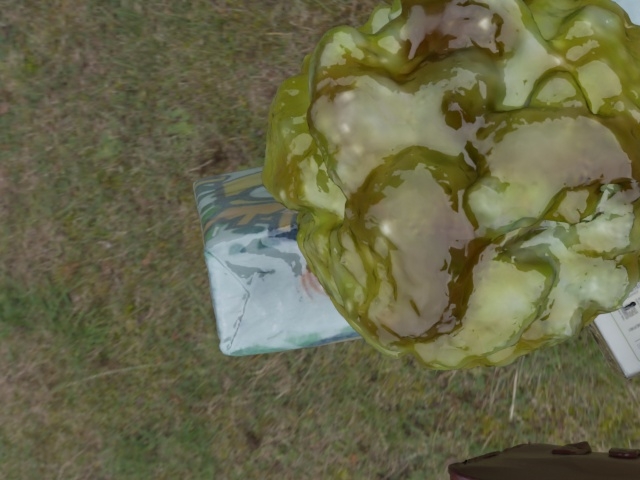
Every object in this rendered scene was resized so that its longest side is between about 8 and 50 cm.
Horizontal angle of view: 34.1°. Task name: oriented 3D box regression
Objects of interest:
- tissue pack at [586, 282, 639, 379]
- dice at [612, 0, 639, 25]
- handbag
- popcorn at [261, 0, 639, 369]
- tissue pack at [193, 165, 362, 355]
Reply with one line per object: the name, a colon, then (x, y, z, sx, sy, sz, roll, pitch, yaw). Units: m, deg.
tissue pack: (0.397, 0.033, 1.180, 0.234, 0.125, 0.159, -31, 86, 5)
dice: (0.324, -0.249, 1.452, 0.268, 0.264, 0.262, 25, 73, 29)
handbag: (0.294, 0.275, 1.125, 0.260, 0.276, 0.084, -2, 89, 34)
popcorn: (0.108, -0.053, 0.690, 0.282, 0.247, 0.282, -1, 79, 3)
tissue pack: (0.000, 0.000, 1.019, 0.228, 0.311, 0.128, -10, 104, -6)
